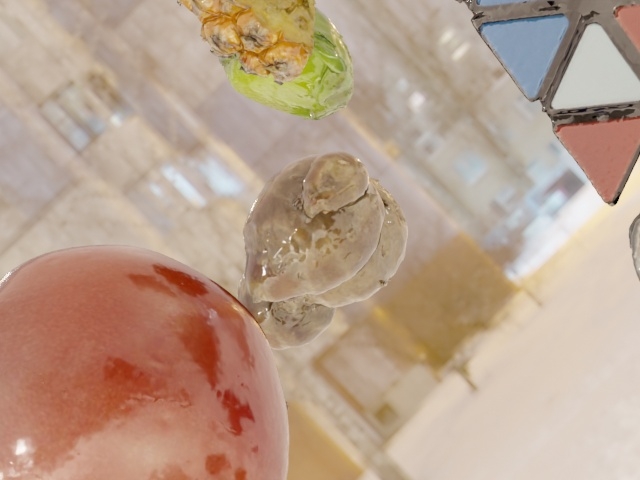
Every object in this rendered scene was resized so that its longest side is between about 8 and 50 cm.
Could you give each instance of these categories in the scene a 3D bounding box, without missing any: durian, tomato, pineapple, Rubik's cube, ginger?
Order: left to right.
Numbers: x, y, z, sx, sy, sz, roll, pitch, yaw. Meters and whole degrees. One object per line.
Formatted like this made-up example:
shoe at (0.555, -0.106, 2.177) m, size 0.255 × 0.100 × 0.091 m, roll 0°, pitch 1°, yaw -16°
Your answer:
tomato at (-0.185, 0.159, 1.373) m, size 0.321 × 0.321 × 0.321 m, roll -44°, pitch -5°, yaw -5°
pineapple at (-0.073, -0.248, 1.390) m, size 0.079 × 0.135 × 0.233 m, roll 124°, pitch 152°, yaw -49°
durian at (-0.026, -0.179, 1.568) m, size 0.250 × 0.139 × 0.101 m, roll 102°, pitch -168°, yaw -82°
ginger at (0.000, 0.000, 1.971) m, size 0.256 × 0.176 × 0.375 m, roll -43°, pitch -12°, yaw -11°
Rubik's cube at (0.241, -0.146, 1.259) m, size 0.250 × 0.234 × 0.284 m, roll -12°, pitch -14°, yaw 27°

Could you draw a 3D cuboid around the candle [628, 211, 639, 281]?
candle at (0.354, 0.006, 1.290) m, size 0.168 × 0.192 × 0.068 m, roll -55°, pitch -8°, yaw 12°
